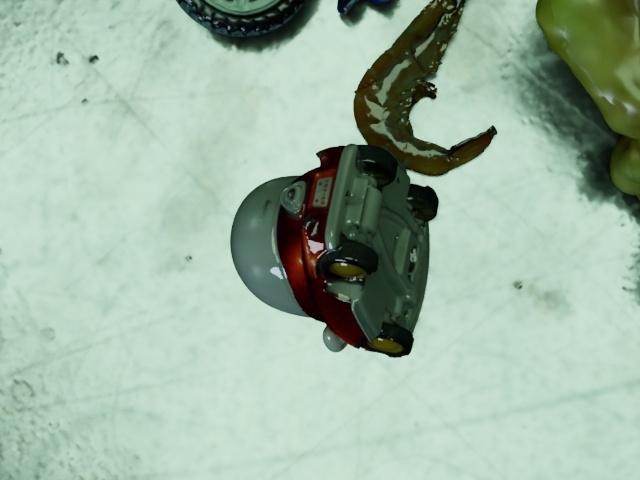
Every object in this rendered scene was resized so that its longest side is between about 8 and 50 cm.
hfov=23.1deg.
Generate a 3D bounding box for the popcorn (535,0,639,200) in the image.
[{"bbox_3d":[0.257,-0.105,0.845,0.321,0.326,0.290,-39,61,-22],"label":"popcorn"}]

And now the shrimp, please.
[{"bbox_3d":[0.077,-0.102,0.962,0.091,0.025,0.127,28,95,3],"label":"shrimp"}]

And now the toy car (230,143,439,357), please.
[{"bbox_3d":[0.000,0.000,0.921,0.112,0.139,0.112,3,65,23],"label":"toy car"}]

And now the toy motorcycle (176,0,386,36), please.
[{"bbox_3d":[-0.054,-0.276,0.934,0.169,0.113,0.315,-24,97,-6],"label":"toy motorcycle"}]
